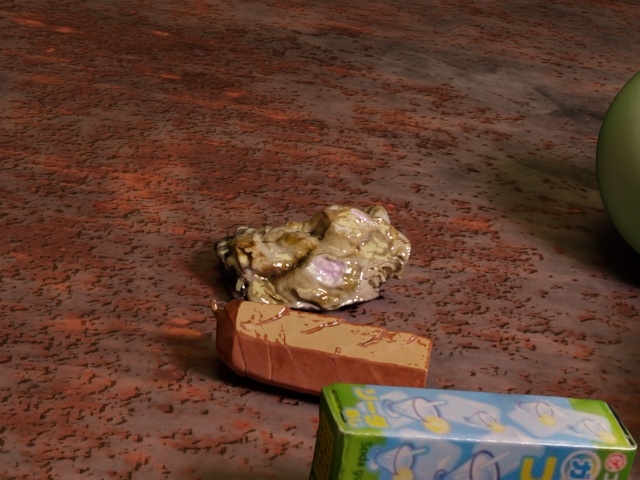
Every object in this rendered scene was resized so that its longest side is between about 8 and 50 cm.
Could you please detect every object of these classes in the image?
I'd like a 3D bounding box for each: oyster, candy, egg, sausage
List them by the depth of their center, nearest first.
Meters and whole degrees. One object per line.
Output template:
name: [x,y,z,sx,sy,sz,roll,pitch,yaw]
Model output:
candy: [0.091,0.149,0.918,0.194,0.097,0.062,4,23,-14]
sausage: [-0.004,0.082,1.073,0.169,0.065,0.065,12,23,4]
oyster: [0.000,0.000,1.249,0.163,0.081,0.191,13,19,16]
egg: [0.376,-0.072,1.393,0.220,0.220,0.270,10,22,-1]
